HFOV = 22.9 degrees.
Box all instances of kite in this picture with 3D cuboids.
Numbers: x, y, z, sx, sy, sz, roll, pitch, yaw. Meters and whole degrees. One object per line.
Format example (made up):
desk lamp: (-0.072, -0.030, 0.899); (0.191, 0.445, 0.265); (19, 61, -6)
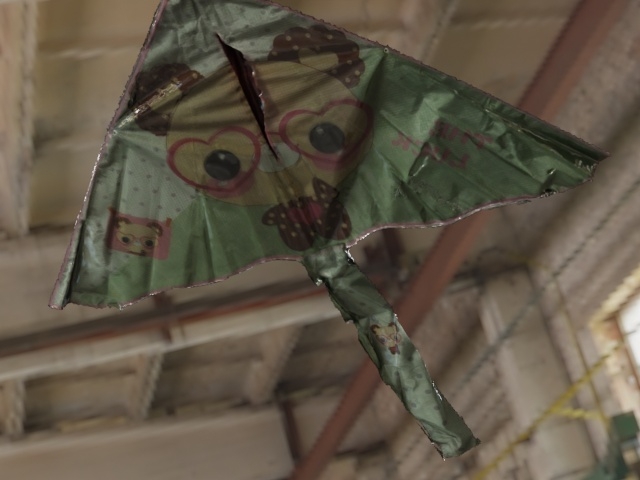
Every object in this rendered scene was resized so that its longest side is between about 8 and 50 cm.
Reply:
kite: (0.000, 0.001, 0.599); (0.229, 0.012, 0.250); (-16, -56, 20)
